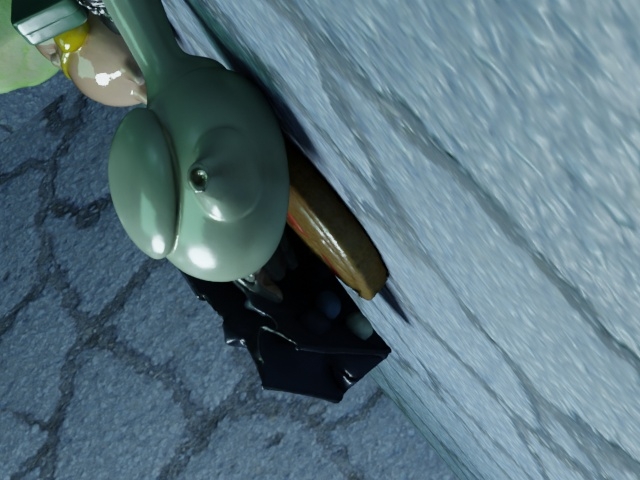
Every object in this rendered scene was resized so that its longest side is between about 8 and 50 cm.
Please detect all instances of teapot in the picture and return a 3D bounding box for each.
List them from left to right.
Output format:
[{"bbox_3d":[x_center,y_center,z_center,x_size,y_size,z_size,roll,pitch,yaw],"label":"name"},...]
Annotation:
[{"bbox_3d":[-0.138,-0.112,1.311,0.318,0.149,0.220,67,150,27],"label":"teapot"}]

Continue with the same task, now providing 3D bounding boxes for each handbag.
[{"bbox_3d":[-0.072,0.027,1.587,0.325,0.118,0.269,53,-163,24],"label":"handbag"}]

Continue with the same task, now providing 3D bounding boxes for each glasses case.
[{"bbox_3d":[-0.297,-0.297,1.503,0.039,0.078,0.184,53,-159,-45],"label":"glasses case"}]

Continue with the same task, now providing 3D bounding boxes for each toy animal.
[{"bbox_3d":[-0.264,-0.249,1.604,0.248,0.149,0.165,57,163,31],"label":"toy animal"}]

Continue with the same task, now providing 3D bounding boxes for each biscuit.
[{"bbox_3d":[-0.021,-0.040,1.466,0.257,0.049,0.273,51,174,7],"label":"biscuit"}]

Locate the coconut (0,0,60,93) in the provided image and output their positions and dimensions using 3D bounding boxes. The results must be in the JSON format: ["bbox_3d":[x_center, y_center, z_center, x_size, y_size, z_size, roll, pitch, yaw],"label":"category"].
[{"bbox_3d":[-0.485,-0.370,1.947,0.328,0.281,0.328,-22,-90,-84],"label":"coconut"}]

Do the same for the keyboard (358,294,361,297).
[{"bbox_3d":[-0.001,0.000,1.733,0.072,0.023,0.231,57,173,-34],"label":"keyboard"}]

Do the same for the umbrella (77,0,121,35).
[{"bbox_3d":[-0.263,-0.308,1.323,0.113,0.106,0.357,44,173,31],"label":"umbrella"}]
